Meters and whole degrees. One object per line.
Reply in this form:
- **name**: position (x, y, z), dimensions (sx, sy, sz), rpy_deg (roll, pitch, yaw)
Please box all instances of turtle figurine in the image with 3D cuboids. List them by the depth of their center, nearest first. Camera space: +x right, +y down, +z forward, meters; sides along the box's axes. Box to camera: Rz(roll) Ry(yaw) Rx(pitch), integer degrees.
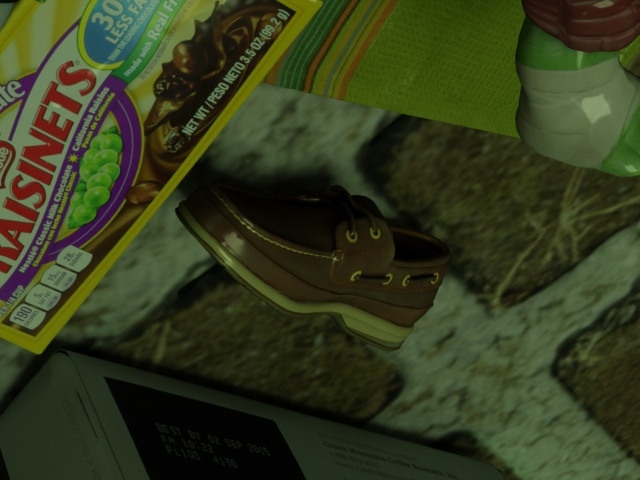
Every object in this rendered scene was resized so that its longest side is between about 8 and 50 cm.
- **turtle figurine**: position (0.140, -0.162, 0.647), dimensions (0.275, 0.198, 0.266), rpy_deg (-22, 141, -6)

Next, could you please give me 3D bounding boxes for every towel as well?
- **towel**: position (0.057, -0.096, 0.800), dimensions (0.237, 0.021, 0.102), rpy_deg (9, 127, -39)

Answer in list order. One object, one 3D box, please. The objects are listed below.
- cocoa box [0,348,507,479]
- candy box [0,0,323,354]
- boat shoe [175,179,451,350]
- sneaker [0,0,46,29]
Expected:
- **cocoa box**: position (-0.035, 0.241, 0.927), dimensions (0.347, 0.231, 0.228), rpy_deg (20, 119, -44)
- **candy box**: position (-0.102, -0.048, 0.725), dimensions (0.105, 0.027, 0.206), rpy_deg (28, 114, -28)
- **boat shoe**: position (0.000, 0.000, 0.836), dimensions (0.060, 0.064, 0.178), rpy_deg (-49, 145, 13)
- **sneaker**: position (-0.164, -0.145, 0.581), dimensions (0.097, 0.084, 0.234), rpy_deg (-52, 144, -14)
